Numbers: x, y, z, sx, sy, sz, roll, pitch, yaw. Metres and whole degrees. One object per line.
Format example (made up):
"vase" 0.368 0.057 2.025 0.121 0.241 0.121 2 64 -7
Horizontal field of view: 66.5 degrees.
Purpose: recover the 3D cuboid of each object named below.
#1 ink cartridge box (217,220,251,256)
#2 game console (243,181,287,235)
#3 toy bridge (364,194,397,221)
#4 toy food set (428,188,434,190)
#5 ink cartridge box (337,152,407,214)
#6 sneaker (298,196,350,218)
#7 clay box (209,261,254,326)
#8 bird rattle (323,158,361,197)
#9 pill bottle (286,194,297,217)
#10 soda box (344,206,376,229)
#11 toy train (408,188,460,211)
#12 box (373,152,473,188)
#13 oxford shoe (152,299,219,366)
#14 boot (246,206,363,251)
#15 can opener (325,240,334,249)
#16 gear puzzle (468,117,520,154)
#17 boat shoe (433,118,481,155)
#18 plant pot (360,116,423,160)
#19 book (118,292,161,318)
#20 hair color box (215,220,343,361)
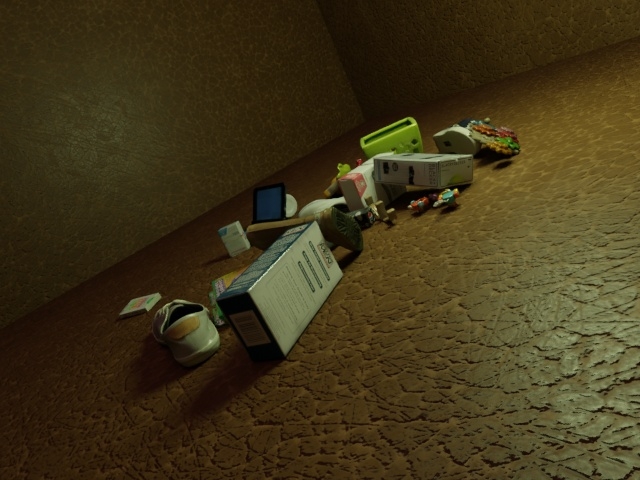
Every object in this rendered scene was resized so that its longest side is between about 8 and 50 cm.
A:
"ink cartridge box" -0.356 -0.006 2.022 0.088 0.123 0.052 -23 13 8
"game console" -0.283 -0.115 2.156 0.250 0.173 0.293 -35 19 -31
"toy bridge" 0.196 -0.096 1.578 0.026 0.063 0.188 -29 27 -9
"toy food set" 0.445 -0.236 1.689 0.132 0.039 0.192 -13 21 37
"ink cartridge box" 0.187 -0.194 1.731 0.217 0.159 0.092 -36 22 -30
"sneaker" 0.023 -0.109 1.827 0.258 0.094 0.091 -17 14 24
"clay box" -0.217 0.143 1.378 0.221 0.053 0.128 -24 52 2
"bird rattle" 0.105 -0.273 2.169 0.207 0.143 0.253 -37 8 23
"pill bottle" -0.203 -0.154 2.269 0.108 0.108 0.193 -36 20 -31
"soda box" 0.097 -0.060 1.642 0.168 0.053 0.060 -15 19 32
"toy train" 0.344 -0.110 1.453 0.125 0.046 0.166 -31 14 -13
"box" 0.328 -0.232 1.592 0.169 0.087 0.289 -15 17 -35
"oxford shoe" -0.396 0.223 1.376 0.169 0.130 0.449 -34 17 -20
"boot" -0.038 -0.015 1.411 0.269 0.236 0.089 -12 61 27
"can opener" -0.047 0.028 1.504 0.283 0.095 0.076 -43 23 -28
"gear puzzle" 0.596 -0.357 1.664 0.175 0.044 0.339 21 29 7
"boat shoe" 0.570 -0.415 1.895 0.158 0.127 0.340 -32 17 -2
"plant pot" 0.297 -0.336 1.919 0.227 0.207 0.228 -22 16 11
"book" -0.699 0.255 1.893 0.144 0.035 0.096 -17 23 24
"hair color box" -0.083 0.110 1.174 0.105 0.174 0.347 -16 18 33
